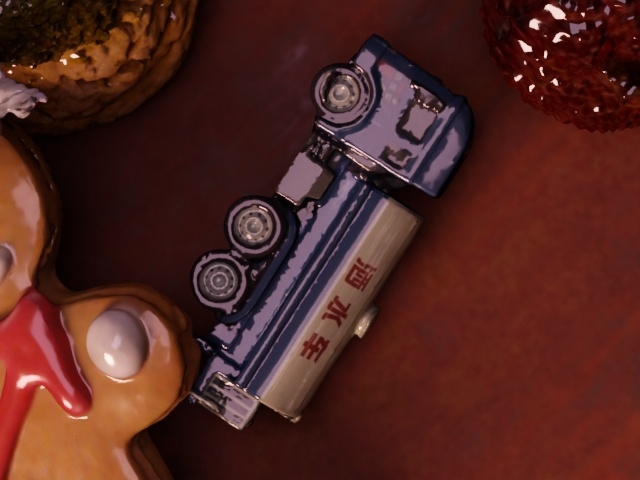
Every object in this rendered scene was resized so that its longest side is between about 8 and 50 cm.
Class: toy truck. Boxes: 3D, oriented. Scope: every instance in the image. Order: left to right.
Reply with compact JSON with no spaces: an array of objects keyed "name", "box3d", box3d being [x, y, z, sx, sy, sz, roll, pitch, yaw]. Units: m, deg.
[{"name":"toy truck","box3d":[0.000,0.000,0.980,0.088,0.074,0.202,33,92,6]}]

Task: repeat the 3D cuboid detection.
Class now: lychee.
[{"name":"lychee","box3d":[0.134,-0.119,0.944,0.123,0.123,0.129,-8,76,10]}]

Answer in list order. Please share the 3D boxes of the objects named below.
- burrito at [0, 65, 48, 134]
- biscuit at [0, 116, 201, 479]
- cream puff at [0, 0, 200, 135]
[{"name":"burrito","box3d":[-0.301,-0.075,0.957,0.445,0.139,0.101,11,59,28]},{"name":"biscuit","box3d":[-0.155,0.095,0.974,0.216,0.047,0.340,-13,94,22]},{"name":"cream puff","box3d":[-0.152,-0.150,0.971,0.183,0.169,0.183,-1,86,12]}]
